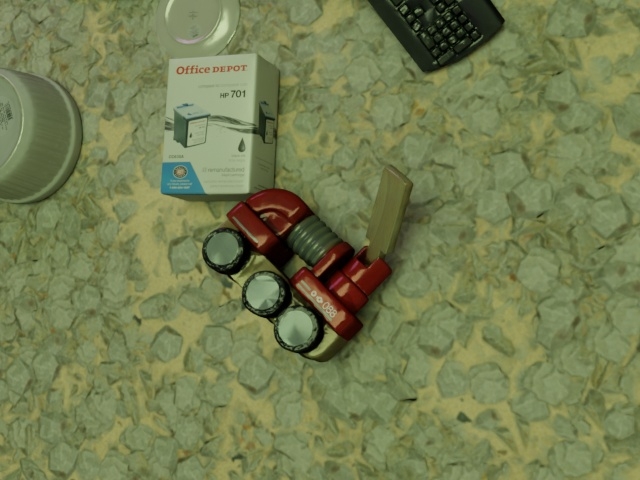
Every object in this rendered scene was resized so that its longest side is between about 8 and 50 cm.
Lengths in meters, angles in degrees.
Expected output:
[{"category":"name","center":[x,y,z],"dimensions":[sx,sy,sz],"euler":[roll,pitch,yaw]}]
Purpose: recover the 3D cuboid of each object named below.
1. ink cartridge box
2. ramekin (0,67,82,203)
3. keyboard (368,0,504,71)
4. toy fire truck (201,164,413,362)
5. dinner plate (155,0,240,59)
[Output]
[{"category":"ink cartridge box","center":[-0.137,-0.152,1.142],"dimensions":[0.140,0.082,0.190],"euler":[1,86,21]},{"category":"ramekin","center":[-0.479,-0.164,1.259],"dimensions":[0.207,0.109,0.207],"euler":[-2,83,21]},{"category":"keyboard","center":[0.122,-0.385,1.033],"dimensions":[0.201,0.033,0.317],"euler":[-37,96,14]},{"category":"toy fire truck","center":[0.000,0.000,1.049],"dimensions":[0.246,0.158,0.217],"euler":[-44,71,-1]},{"category":"dinner plate","center":[-0.184,-0.329,1.214],"dimensions":[0.141,0.017,0.141],"euler":[-2,85,21]}]
